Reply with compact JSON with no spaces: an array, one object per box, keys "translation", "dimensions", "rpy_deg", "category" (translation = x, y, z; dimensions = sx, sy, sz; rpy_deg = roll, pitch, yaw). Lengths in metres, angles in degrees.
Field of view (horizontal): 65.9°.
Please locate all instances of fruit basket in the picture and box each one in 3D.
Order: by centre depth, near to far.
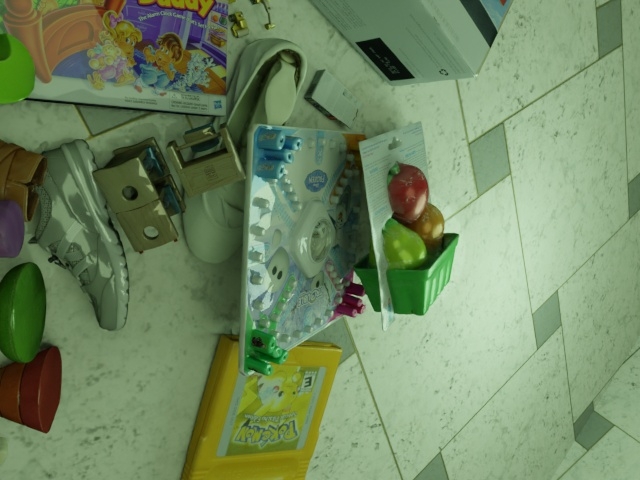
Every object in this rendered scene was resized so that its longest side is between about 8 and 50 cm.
[{"translation":[0.159,-0.044,0.996],"dimensions":[0.327,0.166,0.352],"rpy_deg":[-33,112,-54],"category":"fruit basket"}]

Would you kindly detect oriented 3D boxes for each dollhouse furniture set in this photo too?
[{"translation":[-0.200,-0.087,0.722],"dimensions":[0.184,0.129,0.128],"rpy_deg":[-19,116,0],"category":"dollhouse furniture set"}]

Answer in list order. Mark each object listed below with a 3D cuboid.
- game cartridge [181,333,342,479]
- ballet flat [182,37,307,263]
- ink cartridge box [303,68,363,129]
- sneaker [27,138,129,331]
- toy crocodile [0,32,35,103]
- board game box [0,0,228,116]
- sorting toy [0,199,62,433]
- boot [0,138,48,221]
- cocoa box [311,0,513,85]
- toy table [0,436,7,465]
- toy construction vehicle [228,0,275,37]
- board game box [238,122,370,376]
[{"translation":[-0.110,0.356,0.992],"dimensions":[0.285,0.053,0.323],"rpy_deg":[14,92,-38],"category":"game cartridge"},{"translation":[-0.121,-0.148,0.810],"dimensions":[0.139,0.139,0.400],"rpy_deg":[19,90,-38],"category":"ballet flat"},{"translation":[0.027,-0.270,0.956],"dimensions":[0.115,0.029,0.062],"rpy_deg":[30,82,-38],"category":"ink cartridge box"},{"translation":[-0.352,0.003,0.713],"dimensions":[0.115,0.105,0.281],"rpy_deg":[-16,102,-20],"category":"sneaker"},{"translation":[-0.458,-0.165,0.461],"dimensions":[0.341,0.115,0.105],"rpy_deg":[-7,103,-42],"category":"toy crocodile"},{"translation":[-0.301,-0.302,0.674],"dimensions":[0.347,0.078,0.233],"rpy_deg":[-5,104,-36],"category":"board game box"},{"translation":[-0.428,0.111,0.630],"dimensions":[0.126,0.127,0.365],"rpy_deg":[0,125,-13],"category":"sorting toy"},{"translation":[-0.436,-0.039,0.605],"dimensions":[0.153,0.073,0.197],"rpy_deg":[14,89,-10],"category":"boot"},{"translation":[0.149,-0.476,0.868],"dimensions":[0.347,0.231,0.227],"rpy_deg":[33,80,-37],"category":"cocoa box"},{"translation":[-0.526,0.312,0.568],"dimensions":[0.274,0.252,0.160],"rpy_deg":[1,117,-48],"category":"toy table"},{"translation":[-0.123,-0.391,0.811],"dimensions":[0.086,0.035,0.098],"rpy_deg":[-29,117,-28],"category":"toy construction vehicle"},{"translation":[0.000,0.000,0.885],"dimensions":[0.390,0.050,0.389],"rpy_deg":[-17,114,-60],"category":"board game box"}]
